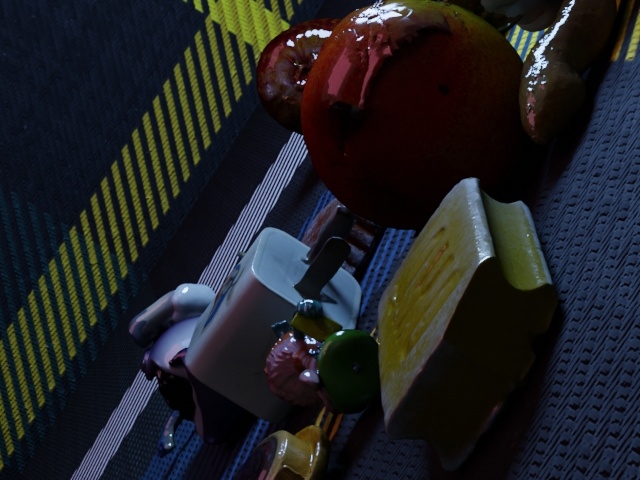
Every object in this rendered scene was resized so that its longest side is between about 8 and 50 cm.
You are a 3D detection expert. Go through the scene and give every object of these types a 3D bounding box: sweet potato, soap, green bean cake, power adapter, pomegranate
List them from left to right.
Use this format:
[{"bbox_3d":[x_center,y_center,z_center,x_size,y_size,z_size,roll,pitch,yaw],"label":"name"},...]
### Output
[{"bbox_3d":[-0.027,0.059,1.768,0.205,0.125,0.130,-54,9,24],"label":"power adapter"},{"bbox_3d":[0.013,0.013,1.919,0.135,0.056,0.135,-62,10,-29],"label":"green bean cake"},{"bbox_3d":[0.091,-0.122,1.545,0.235,0.210,0.210,-62,10,-9],"label":"pomegranate"},{"bbox_3d":[0.103,0.054,1.286,0.140,0.073,0.232,-59,10,18],"label":"soap"},{"bbox_3d":[0.208,-0.159,1.487,0.065,0.051,0.218,3,50,30],"label":"sweet potato"}]

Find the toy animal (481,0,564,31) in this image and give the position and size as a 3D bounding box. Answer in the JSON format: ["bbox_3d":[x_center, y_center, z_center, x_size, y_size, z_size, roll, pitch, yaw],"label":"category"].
[{"bbox_3d":[0.202,-0.292,1.633,0.208,0.156,0.204,-2,-42,-45],"label":"toy animal"}]

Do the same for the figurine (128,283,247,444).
[{"bbox_3d":[-0.124,0.132,2.012,0.145,0.145,0.222,-54,32,17],"label":"figurine"}]

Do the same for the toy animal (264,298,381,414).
[{"bbox_3d":[-0.001,0.100,1.588,0.100,0.103,0.208,-15,3,-6],"label":"toy animal"}]

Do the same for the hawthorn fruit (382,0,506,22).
[{"bbox_3d":[0.152,-0.269,1.970,0.149,0.149,0.189,-55,-25,13],"label":"hawthorn fruit"}]

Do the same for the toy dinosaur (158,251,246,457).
[{"bbox_3d":[-0.138,0.140,2.247,0.188,0.075,0.247,-53,16,39],"label":"toy dinosaur"}]

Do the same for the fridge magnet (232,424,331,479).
[{"bbox_3d":[-0.040,0.219,1.504,0.143,0.063,0.143,-54,13,19],"label":"fridge magnet"}]

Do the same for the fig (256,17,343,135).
[{"bbox_3d":[0.001,-0.228,2.511,0.175,0.175,0.207,-57,-5,4],"label":"fig"}]
